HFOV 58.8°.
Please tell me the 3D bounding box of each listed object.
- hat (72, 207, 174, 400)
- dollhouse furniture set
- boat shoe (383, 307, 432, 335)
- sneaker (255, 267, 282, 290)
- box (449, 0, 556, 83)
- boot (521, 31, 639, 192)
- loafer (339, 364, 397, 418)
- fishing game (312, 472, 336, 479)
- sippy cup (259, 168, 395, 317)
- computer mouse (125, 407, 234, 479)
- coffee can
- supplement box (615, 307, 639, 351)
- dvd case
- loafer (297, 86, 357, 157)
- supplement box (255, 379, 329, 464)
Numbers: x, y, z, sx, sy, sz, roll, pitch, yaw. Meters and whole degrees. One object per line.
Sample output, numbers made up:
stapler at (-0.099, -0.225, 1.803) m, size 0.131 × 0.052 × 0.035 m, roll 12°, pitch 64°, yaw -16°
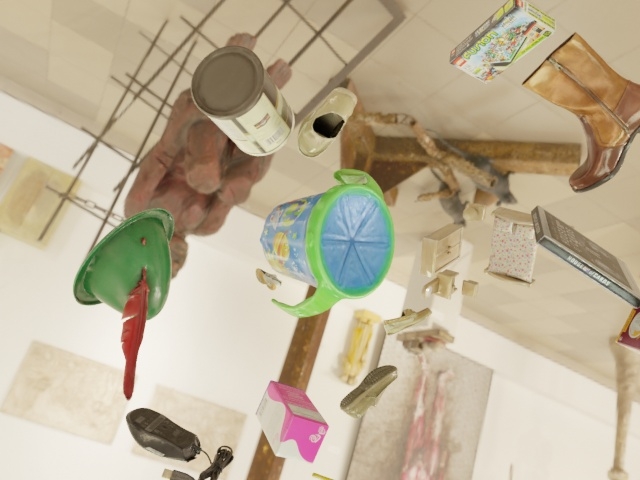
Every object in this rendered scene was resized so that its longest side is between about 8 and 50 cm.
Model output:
hat at (-0.229, 0.087, 0.811) m, size 0.183 × 0.208 × 0.173 m, roll 39°, pitch 171°, yaw 14°
dollhouse furniture set at (0.471, 0.077, 1.567) m, size 0.355 × 0.174 × 0.303 m, roll 18°, pitch 118°, yaw 36°
boat shoe at (0.222, 0.196, 1.448) m, size 0.135 × 0.045 × 0.050 m, roll -22°, pitch 171°, yaw -20°
sneaker at (-0.130, 0.096, 1.439) m, size 0.083 × 0.037 × 0.032 m, roll 38°, pitch 133°, yaw 31°
box at (0.390, -0.431, 1.237) m, size 0.114 × 0.036 × 0.207 m, roll 20°, pitch 155°, yaw -20°
boot at (0.556, -0.263, 1.230) m, size 0.280 × 0.096 × 0.264 m, roll 32°, pitch 133°, yaw -6°
loafer at (0.108, 0.322, 1.209) m, size 0.050 × 0.148 × 0.056 m, roll 56°, pitch 172°, yaw -15°
fishing game at (-0.014, 0.537, 0.967) m, size 0.189 × 0.264 × 0.041 m, roll 24°, pitch 164°, yaw -23°
sippy cup at (0.000, 0.000, 1.205) m, size 0.224 × 0.305 × 0.240 m, roll 1°, pitch 113°, yaw 46°
computer mouse at (-0.331, 0.471, 1.245) m, size 0.262 × 0.060 × 0.184 m, roll 25°, pitch -170°, yaw 1°
coffee can at (-0.206, -0.376, 1.573) m, size 0.202 × 0.201 × 0.275 m, roll 11°, pitch 170°, yaw 16°
supplement box at (0.676, 0.185, 1.111) m, size 0.081 × 0.104 × 0.188 m, roll 27°, pitch 180°, yaw 4°
dvd case at (0.553, 0.028, 1.192) m, size 0.239 × 0.179 × 0.029 m, roll 34°, pitch 118°, yaw -1°
loafer at (0.002, -0.312, 1.575) m, size 0.102 × 0.092 × 0.268 m, roll 30°, pitch 141°, yaw -10°
supplement box at (-0.080, 0.475, 1.501) m, size 0.114 × 0.111 × 0.220 m, roll 23°, pitch -178°, yaw -21°
